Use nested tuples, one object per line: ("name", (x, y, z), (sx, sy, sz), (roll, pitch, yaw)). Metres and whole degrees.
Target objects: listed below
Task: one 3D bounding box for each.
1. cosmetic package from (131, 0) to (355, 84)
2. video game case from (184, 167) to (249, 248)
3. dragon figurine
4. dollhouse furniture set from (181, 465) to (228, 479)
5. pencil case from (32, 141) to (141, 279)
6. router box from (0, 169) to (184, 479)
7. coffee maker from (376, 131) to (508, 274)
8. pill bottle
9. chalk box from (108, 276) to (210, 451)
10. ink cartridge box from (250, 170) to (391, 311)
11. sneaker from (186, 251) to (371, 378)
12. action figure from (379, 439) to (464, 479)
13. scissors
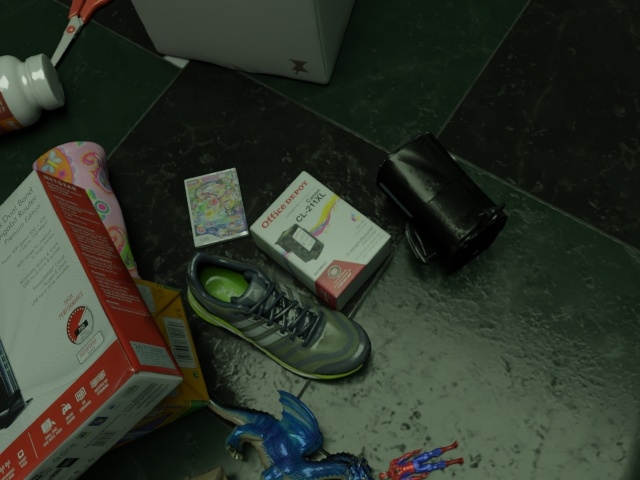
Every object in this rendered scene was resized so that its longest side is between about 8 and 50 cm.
("cosmetic package", (-0.102, -0.527, 1.174), (0.329, 0.327, 0.394), (13, 70, 10))
("video game case", (-0.167, -0.053, 1.154), (0.087, 0.011, 0.122), (-13, 67, 0))
("dragon figurine", (-0.048, 0.260, 0.972), (0.144, 0.085, 0.289), (-38, 65, -11))
("dollhouse furniture set", (-0.145, 0.510, 0.844), (0.173, 0.303, 0.356), (-24, 97, 9))
("pencil case", (-0.352, -0.011, 1.102), (0.124, 0.124, 0.284), (-22, 68, -4))
("router box", (-0.354, 0.141, 0.832), (0.335, 0.082, 0.301), (-44, 60, 12))
("coffee maker", (0.178, -0.067, 1.040), (0.120, 0.171, 0.178), (-26, 67, -35))
("pill bottle", (-0.551, -0.238, 1.209), (0.216, 0.121, 0.121), (-17, 67, -1))
("chalk box", (-0.328, 0.186, 0.957), (0.288, 0.179, 0.180), (-28, 66, 19))
("ink cartridge box", (0.000, 0.000, 1.083), (0.175, 0.072, 0.127), (38, 76, 18))
("sneaker", (-0.070, 0.105, 1.020), (0.299, 0.121, 0.111), (21, 71, 13))
("action figure", (0.134, 0.301, 0.971), (0.115, 0.030, 0.038), (-18, 72, 0))
("scissors", (-0.440, -0.398, 1.318), (0.108, 0.021, 0.297), (4, 67, 5))
